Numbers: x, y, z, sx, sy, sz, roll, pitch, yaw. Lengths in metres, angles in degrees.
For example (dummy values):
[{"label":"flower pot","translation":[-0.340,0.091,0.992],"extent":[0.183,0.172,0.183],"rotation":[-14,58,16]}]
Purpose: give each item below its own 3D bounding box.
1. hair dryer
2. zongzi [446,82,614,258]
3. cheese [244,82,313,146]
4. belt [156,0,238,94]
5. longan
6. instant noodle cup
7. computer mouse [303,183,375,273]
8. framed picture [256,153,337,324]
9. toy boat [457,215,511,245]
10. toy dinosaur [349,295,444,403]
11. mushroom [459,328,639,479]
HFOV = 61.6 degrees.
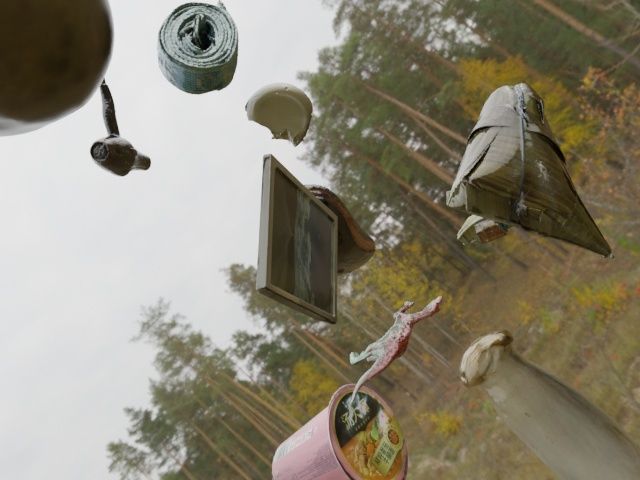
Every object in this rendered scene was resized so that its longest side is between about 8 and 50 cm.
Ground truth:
[{"label":"hair dryer","translation":[-0.613,-0.371,1.626],"extent":[0.120,0.360,0.303],"rotation":[-8,4,9]},{"label":"zongzi","translation":[0.331,-0.110,0.784],"extent":[0.112,0.242,0.221],"rotation":[88,-155,-68]},{"label":"cheese","translation":[-0.128,-0.393,1.636],"extent":[0.091,0.202,0.175],"rotation":[-102,29,-75]},{"label":"belt","translation":[-0.210,-0.338,0.931],"extent":[0.147,0.163,0.082],"rotation":[-16,-26,-22]},{"label":"longan","translation":[-0.440,-0.304,0.656],"extent":[0.361,0.361,0.361],"rotation":[-47,-12,-14]},{"label":"instant noodle cup","translation":[0.029,0.481,1.195],"extent":[0.255,0.244,0.244],"rotation":[-42,-6,33]},{"label":"computer mouse","translation":[0.001,0.004,1.120],"extent":[0.182,0.116,0.323],"rotation":[-22,-34,17]},{"label":"framed picture","translation":[-0.028,0.011,0.787],"extent":[0.260,0.023,0.189],"rotation":[39,-132,-61]},{"label":"toy boat","translation":[0.371,-0.034,1.125],"extent":[0.172,0.066,0.065],"rotation":[-25,-43,29]},{"label":"toy dinosaur","translation":[0.128,0.196,0.978],"extent":[0.167,0.053,0.242],"rotation":[-29,11,38]},{"label":"mushroom","translation":[0.415,0.317,0.910],"extent":[0.154,0.407,0.137],"rotation":[-35,-13,-38]}]
